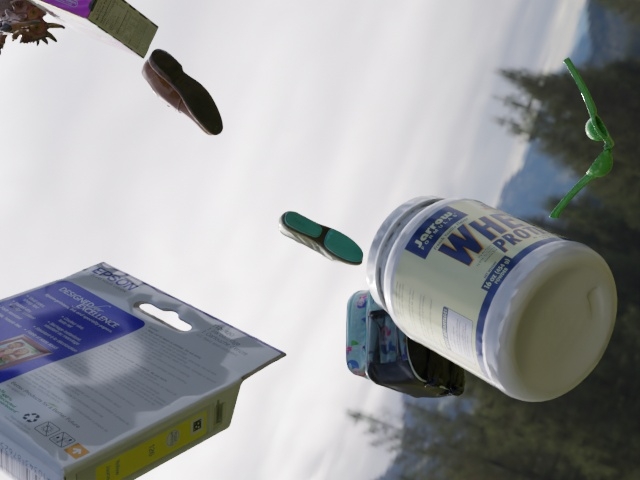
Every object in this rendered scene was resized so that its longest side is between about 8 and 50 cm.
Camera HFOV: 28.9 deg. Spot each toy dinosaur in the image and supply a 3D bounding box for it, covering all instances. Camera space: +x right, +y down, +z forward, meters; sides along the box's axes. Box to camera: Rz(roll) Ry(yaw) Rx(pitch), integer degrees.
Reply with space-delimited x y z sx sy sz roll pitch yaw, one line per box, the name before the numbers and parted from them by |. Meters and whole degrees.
toy dinosaur | -0.564 -0.475 2.415 0.127 0.200 0.295 48 -129 -44

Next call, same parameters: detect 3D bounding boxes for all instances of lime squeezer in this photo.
lime squeezer | 0.504 -0.188 2.352 0.059 0.110 0.310 -17 -66 -46

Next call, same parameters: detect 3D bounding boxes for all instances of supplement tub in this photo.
supplement tub | 0.241 0.072 1.812 0.235 0.325 0.235 -14 -65 -32

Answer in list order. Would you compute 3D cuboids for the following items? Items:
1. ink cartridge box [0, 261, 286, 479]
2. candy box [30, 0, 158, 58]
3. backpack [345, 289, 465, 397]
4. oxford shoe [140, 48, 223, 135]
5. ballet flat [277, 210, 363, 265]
ink cartridge box | -0.249 0.140 1.316 0.307 0.304 0.072 -20 -55 -47
candy box | -0.400 -0.398 2.133 0.071 0.159 0.233 -66 -18 -2
backpack | 0.159 0.148 2.242 0.225 0.191 0.253 24 -114 -54
oxford shoe | -0.281 -0.289 2.521 0.076 0.212 0.076 -40 1 40
ballet flat | 0.000 0.000 2.214 0.057 0.168 0.052 -60 1 -34
